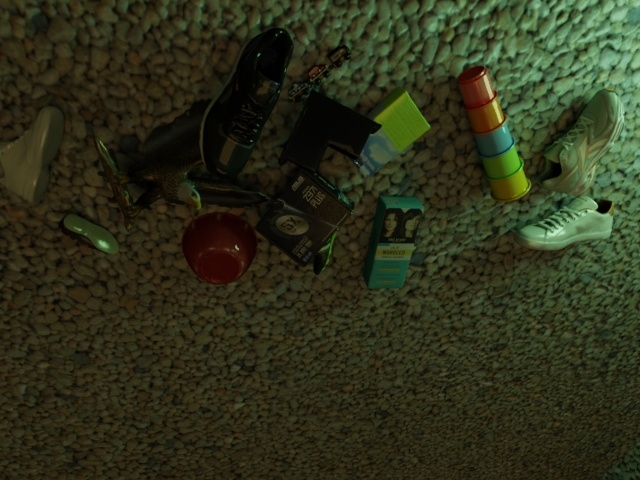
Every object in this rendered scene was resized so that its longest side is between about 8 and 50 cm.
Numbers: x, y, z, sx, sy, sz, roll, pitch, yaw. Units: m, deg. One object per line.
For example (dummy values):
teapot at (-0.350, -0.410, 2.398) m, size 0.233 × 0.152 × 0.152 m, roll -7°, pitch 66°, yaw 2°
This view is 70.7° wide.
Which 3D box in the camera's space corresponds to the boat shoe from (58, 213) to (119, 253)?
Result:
boat shoe at (-0.511, -0.010, 0.999) m, size 0.041 × 0.049 × 0.133 m, roll -19°, pitch 137°, yaw 35°

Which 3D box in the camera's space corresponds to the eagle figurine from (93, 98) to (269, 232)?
eagle figurine at (-0.269, -0.133, 0.911) m, size 0.298 × 0.225 × 0.226 m, roll -28°, pitch 174°, yaw -29°

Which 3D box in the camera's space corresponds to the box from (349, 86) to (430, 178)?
box at (0.137, -0.233, 0.988) m, size 0.178 × 0.042 × 0.109 m, roll -38°, pitch 121°, yaw 13°

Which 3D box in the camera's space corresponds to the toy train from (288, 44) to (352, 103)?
toy train at (-0.007, -0.333, 0.903) m, size 0.158 × 0.027 × 0.036 m, roll -37°, pitch 119°, yaw 12°

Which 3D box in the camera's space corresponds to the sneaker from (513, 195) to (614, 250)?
sneaker at (0.637, -0.055, 1.182) m, size 0.289 × 0.106 × 0.123 m, roll -11°, pitch 118°, yaw -16°

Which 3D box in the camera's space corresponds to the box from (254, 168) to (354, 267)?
box at (-0.035, -0.056, 1.019) m, size 0.147 × 0.078 × 0.180 m, roll 40°, pitch 109°, yaw -7°

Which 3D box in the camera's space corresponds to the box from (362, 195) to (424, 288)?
box at (0.180, 0.009, 1.143) m, size 0.100 × 0.060 × 0.245 m, roll 0°, pitch 123°, yaw -12°

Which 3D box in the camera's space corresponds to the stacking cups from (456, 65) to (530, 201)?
stacking cups at (0.380, -0.233, 1.019) m, size 0.095 × 0.096 × 0.316 m, roll -31°, pitch 119°, yaw 9°

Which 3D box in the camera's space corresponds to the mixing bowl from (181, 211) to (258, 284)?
mixing bowl at (-0.234, 0.035, 1.052) m, size 0.181 × 0.098 × 0.182 m, roll -5°, pitch 122°, yaw -9°

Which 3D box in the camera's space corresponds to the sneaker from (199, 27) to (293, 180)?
sneaker at (-0.132, -0.247, 0.801) m, size 0.107 × 0.124 × 0.284 m, roll 20°, pitch 86°, yaw -27°

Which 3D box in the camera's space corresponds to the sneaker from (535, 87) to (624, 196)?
sneaker at (0.602, -0.225, 1.062) m, size 0.120 × 0.099 × 0.263 m, roll 3°, pitch 121°, yaw -9°

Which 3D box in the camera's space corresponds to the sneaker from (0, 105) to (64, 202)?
sneaker at (-0.566, -0.174, 0.865) m, size 0.094 × 0.080 × 0.212 m, roll 28°, pitch 115°, yaw -13°

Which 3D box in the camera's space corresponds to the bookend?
bookend at (0.017, -0.194, 0.914) m, size 0.157 × 0.072 × 0.156 m, roll 25°, pitch 93°, yaw -5°

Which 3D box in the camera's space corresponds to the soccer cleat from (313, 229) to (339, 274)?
soccer cleat at (0.000, 0.000, 1.107) m, size 0.072 × 0.060 × 0.179 m, roll 13°, pitch 113°, yaw -9°
